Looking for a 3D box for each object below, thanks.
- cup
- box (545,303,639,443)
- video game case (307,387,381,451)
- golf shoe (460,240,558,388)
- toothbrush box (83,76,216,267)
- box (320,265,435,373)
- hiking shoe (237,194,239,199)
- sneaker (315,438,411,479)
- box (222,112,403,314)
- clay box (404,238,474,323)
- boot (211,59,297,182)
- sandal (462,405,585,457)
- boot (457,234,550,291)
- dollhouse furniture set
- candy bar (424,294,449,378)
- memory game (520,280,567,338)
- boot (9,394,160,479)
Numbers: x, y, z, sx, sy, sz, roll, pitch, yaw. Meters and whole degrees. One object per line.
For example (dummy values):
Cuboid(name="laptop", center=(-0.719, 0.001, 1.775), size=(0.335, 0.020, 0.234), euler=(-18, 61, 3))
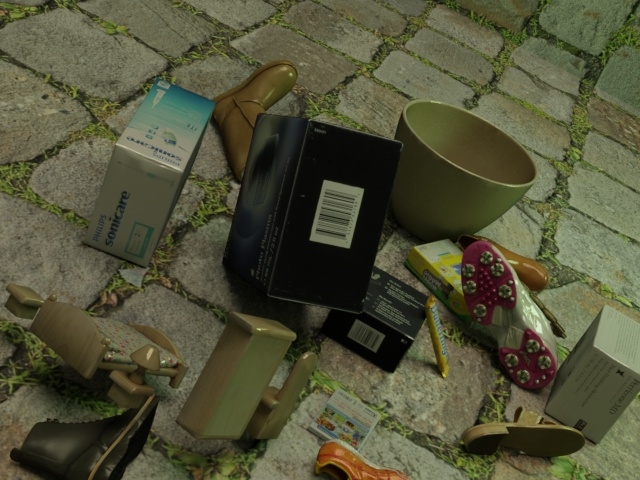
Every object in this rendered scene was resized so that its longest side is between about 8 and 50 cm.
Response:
Cuboid(name="cup", center=(0.287, -0.129, 2.153), size=(0.331, 0.236, 0.331), euler=(19, 31, -12))
Cuboid(name="box", center=(0.535, 0.251, 1.819), size=(0.119, 0.181, 0.182), euler=(31, 31, 8))
Cuboid(name="video game case", center=(0.040, 0.294, 1.550), size=(0.087, 0.011, 0.122), euler=(32, 31, 9))
Cuboid(name="golf shoe", center=(0.375, 0.141, 1.888), size=(0.140, 0.115, 0.306), euler=(-11, 75, -61))
Cuboid(name="toothbrush box", center=(-0.304, -0.129, 1.729), size=(0.126, 0.216, 0.295), euler=(22, 30, -6))
Cuboid(name="box", center=(0.107, 0.137, 1.756), size=(0.156, 0.093, 0.158), euler=(30, 32, 7))
Cuboid(name="hiking shoe", center=(-0.098, -0.088, 1.973), size=(0.227, 0.086, 0.114), euler=(-2, 27, -47))
Cuboid(name="sneaker", center=(0.072, 0.365, 1.436), size=(0.175, 0.064, 0.067), euler=(24, 50, 6))
Cuboid(name="box", center=(-0.026, -0.056, 1.659), size=(0.183, 0.296, 0.294), euler=(12, 4, -21))
Cuboid(name="clay box", center=(0.294, 0.092, 2.004), size=(0.127, 0.053, 0.222), euler=(-12, 49, -45))
Cuboid(name="boot", center=(-0.115, -0.262, 2.115), size=(0.089, 0.236, 0.269), euler=(54, 4, -44))
Cuboid(name="sandal", center=(0.349, 0.321, 1.667), size=(0.240, 0.088, 0.079), euler=(5, 42, -23))
Cuboid(name="boot", center=(0.395, 0.049, 2.087), size=(0.197, 0.072, 0.152), euler=(28, 5, 30))
Cuboid(name="dollhouse furniture set", center=(-0.220, 0.123, 1.402), size=(0.356, 0.173, 0.303), euler=(31, 5, 31))
Cuboid(name="candy bar", center=(0.214, 0.176, 1.748), size=(0.018, 0.161, 0.040), euler=(-4, 25, 25))
Cuboid(name="memory game", center=(0.444, 0.136, 1.990), size=(0.186, 0.012, 0.186), euler=(48, -1, 2))
Cuboid(name="boot", center=(-0.311, 0.253, 1.298), size=(0.137, 0.076, 0.198), euler=(19, 24, 7))
